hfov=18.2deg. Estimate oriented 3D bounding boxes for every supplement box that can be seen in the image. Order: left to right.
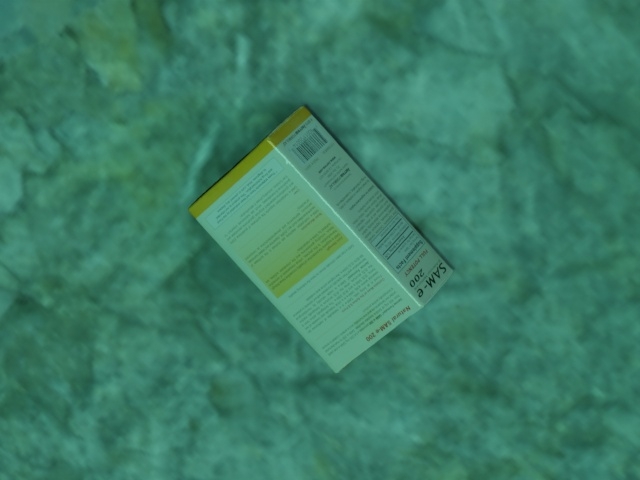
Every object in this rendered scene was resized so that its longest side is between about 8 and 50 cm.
[{"bbox_3d":[0.000,0.000,0.861,0.098,0.036,0.062,48,128,-3],"label":"supplement box"}]
